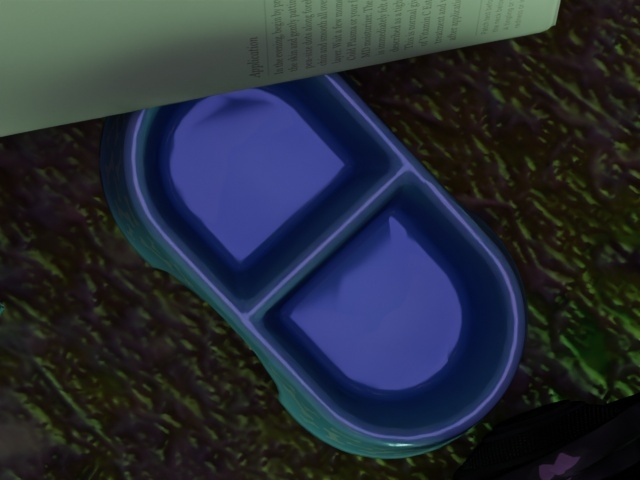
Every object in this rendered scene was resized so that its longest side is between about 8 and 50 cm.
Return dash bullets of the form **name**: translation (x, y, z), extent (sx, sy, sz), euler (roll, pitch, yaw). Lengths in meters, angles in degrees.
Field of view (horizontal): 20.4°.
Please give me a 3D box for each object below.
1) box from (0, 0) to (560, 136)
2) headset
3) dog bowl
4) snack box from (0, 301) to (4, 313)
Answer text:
- **box**: translation (-0.060, -0.207, 0.934), extent (0.345, 0.168, 0.215), euler (-11, 67, -5)
- **headset**: translation (0.130, 0.208, 0.985), extent (0.394, 0.185, 0.243), euler (0, 91, 11)
- **dog bowl**: translation (0.000, 0.000, 1.026), extent (0.166, 0.074, 0.297), euler (-43, 94, -3)
- **snack box**: translation (-0.346, 0.119, 1.002), extent (0.187, 0.060, 0.322), euler (34, 88, -5)
